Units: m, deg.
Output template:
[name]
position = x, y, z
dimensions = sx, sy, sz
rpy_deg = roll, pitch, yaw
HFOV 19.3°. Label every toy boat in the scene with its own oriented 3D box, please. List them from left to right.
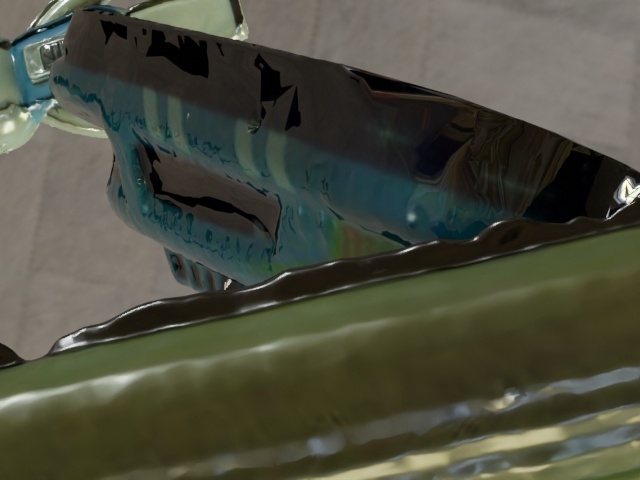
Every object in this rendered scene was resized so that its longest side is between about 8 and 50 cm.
[toy boat]
position = 0.000, 0.000, 0.561
dimensions = 0.134, 0.299, 0.092
rpy_deg = 17, 91, -29

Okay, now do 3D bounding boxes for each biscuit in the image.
[biscuit]
position = 0.024, 0.048, 0.379
dimensions = 0.322, 0.038, 0.099
rpy_deg = -11, 120, 1

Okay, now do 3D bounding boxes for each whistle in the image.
[whistle]
position = -0.159, -0.105, 1.174
dimensions = 0.235, 0.077, 0.114
rpy_deg = -18, 69, 3
